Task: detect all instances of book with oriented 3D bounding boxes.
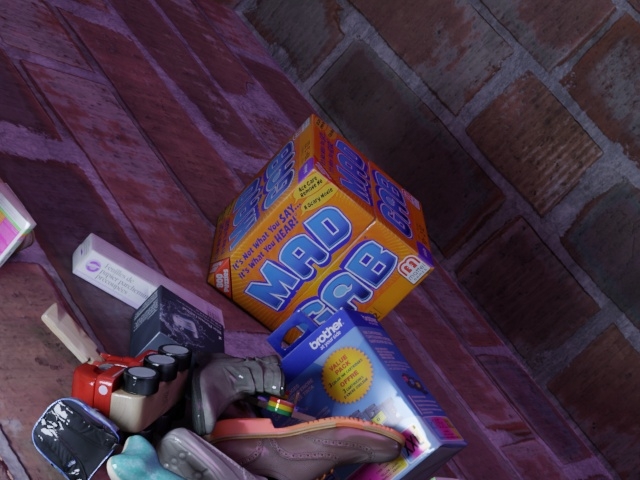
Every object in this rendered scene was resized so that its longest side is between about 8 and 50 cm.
[{"bbox_3d":[-0.539,-0.011,1.911,0.096,0.144,0.035,49,19,12],"label":"book"}]

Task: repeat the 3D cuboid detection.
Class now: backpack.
[{"bbox_3d":[-0.361,0.289,1.720,0.114,0.105,0.084,41,-4,-2],"label":"backpack"}]

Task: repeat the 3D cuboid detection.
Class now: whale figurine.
[{"bbox_3d":[-0.197,0.400,1.684,0.272,0.141,0.216,61,18,-5],"label":"whale figurine"}]

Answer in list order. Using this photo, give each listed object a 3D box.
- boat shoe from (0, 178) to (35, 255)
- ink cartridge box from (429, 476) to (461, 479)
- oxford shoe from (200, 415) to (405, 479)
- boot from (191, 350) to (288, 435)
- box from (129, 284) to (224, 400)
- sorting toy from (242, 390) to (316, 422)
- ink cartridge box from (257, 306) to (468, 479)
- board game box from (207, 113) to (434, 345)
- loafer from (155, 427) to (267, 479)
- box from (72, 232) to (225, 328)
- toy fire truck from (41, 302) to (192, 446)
[{"bbox_3d":[-0.607,-0.092,2.032,0.285,0.104,0.089,55,14,0],"label":"boat shoe"},{"bbox_3d":[0.172,0.562,1.979,0.114,0.273,0.198,20,31,-56],"label":"ink cartridge box"},{"bbox_3d":[-0.025,0.385,2.027,0.363,0.130,0.133,0,61,-13],"label":"oxford shoe"},{"bbox_3d":[-0.134,0.246,1.969,0.161,0.084,0.246,0,20,-2],"label":"boot"},{"bbox_3d":[-0.261,0.190,2.149,0.156,0.093,0.158,36,21,-24],"label":"box"},{"bbox_3d":[-0.095,0.285,2.141,0.132,0.046,0.274,24,-10,-32],"label":"sorting toy"},{"bbox_3d":[0.049,0.316,2.246,0.395,0.270,0.151,54,16,26],"label":"ink cartridge box"},{"bbox_3d":[0.000,0.000,2.684,0.356,0.356,0.356,39,19,-17],"label":"board game box"},{"bbox_3d":[-0.137,0.417,1.887,0.319,0.112,0.111,50,31,-12],"label":"loafer"},{"bbox_3d":[-0.327,0.100,2.248,0.324,0.063,0.067,33,20,-30],"label":"box"},{"bbox_3d":[-0.351,0.209,1.885,0.246,0.159,0.217,10,12,13],"label":"toy fire truck"}]
